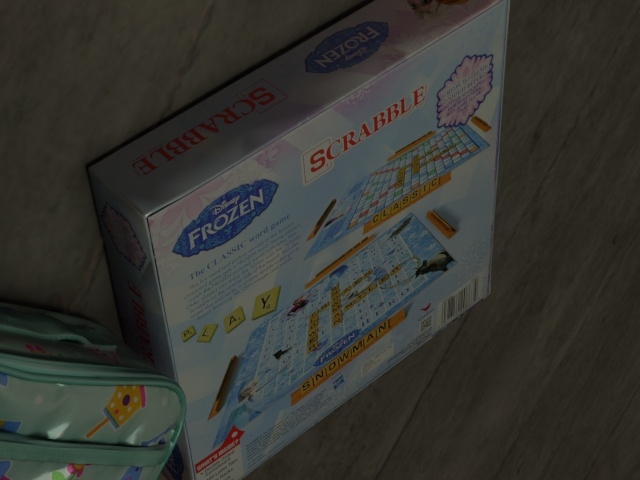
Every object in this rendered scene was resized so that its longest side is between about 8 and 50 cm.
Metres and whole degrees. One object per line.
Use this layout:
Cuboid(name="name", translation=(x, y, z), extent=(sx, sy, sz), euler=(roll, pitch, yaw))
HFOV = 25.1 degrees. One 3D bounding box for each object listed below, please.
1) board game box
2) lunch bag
Cuboid(name="board game box", translation=(0.000, 0.000, 1.041), extent=(0.318, 0.066, 0.318), euler=(-34, 143, -27))
Cuboid(name="lunch bag", translation=(-0.219, 0.139, 0.862), extent=(0.279, 0.108, 0.224), euler=(14, 110, -55))
